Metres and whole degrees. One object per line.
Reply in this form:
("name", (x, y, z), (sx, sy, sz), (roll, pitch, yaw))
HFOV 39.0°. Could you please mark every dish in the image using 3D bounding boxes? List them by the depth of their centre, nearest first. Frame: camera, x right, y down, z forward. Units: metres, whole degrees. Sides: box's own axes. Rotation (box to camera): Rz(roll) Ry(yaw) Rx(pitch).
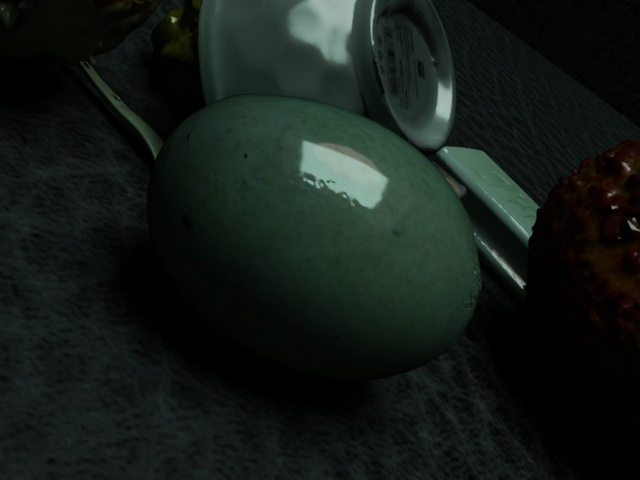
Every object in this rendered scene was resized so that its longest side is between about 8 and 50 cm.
("dish", (0.030, -0.129, 0.747), (0.303, 0.120, 0.303), (17, 69, -54))

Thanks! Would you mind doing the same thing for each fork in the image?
("fork", (-0.181, -0.124, 0.736), (0.219, 0.028, 0.034), (51, 19, 15))

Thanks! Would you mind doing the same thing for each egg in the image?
("egg", (0.000, 0.000, 0.587), (0.236, 0.169, 0.169), (25, 28, -25))

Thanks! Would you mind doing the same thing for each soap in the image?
("soap", (0.209, -0.017, 1.028), (0.198, 0.066, 0.119), (50, 29, 23))

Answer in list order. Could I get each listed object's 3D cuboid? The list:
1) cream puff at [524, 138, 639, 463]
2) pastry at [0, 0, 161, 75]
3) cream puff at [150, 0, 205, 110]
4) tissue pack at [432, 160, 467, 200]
("cream puff", (0.311, 0.073, 0.817), (0.350, 0.228, 0.350), (54, 15, -21))
("pastry", (-0.178, -0.249, 0.664), (0.170, 0.236, 0.256), (30, 57, -54))
("cream puff", (-0.076, -0.185, 0.843), (0.121, 0.156, 0.156), (56, 24, -5))
("tissue pack", (0.076, -0.069, 0.941), (0.148, 0.060, 0.108), (42, 25, 4))
